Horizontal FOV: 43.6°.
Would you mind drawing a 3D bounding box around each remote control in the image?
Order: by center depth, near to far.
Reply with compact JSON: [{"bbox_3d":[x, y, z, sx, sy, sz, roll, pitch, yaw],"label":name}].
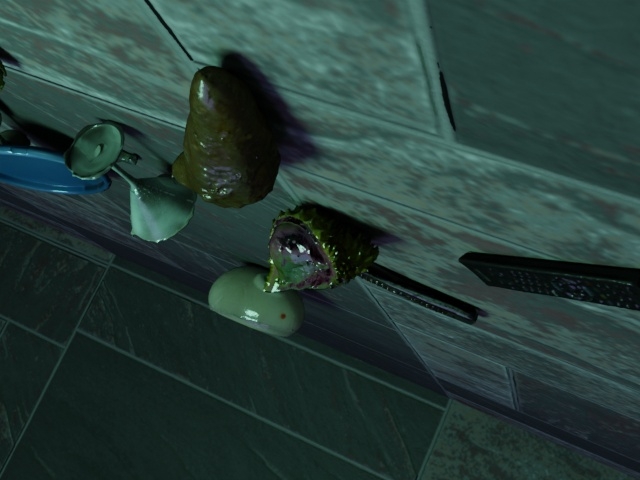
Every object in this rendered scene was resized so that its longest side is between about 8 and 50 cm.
[{"bbox_3d":[0.241,0.039,0.827,0.063,0.025,0.245,32,167,-30],"label":"remote control"},{"bbox_3d":[0.139,0.077,1.221,0.212,0.028,0.059,24,173,6],"label":"remote control"}]

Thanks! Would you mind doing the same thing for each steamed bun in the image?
[{"bbox_3d":[-0.136,0.129,1.789,0.228,0.130,0.177,16,176,33],"label":"steamed bun"}]

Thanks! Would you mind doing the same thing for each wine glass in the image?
[{"bbox_3d":[-0.271,-0.083,1.142,0.122,0.122,0.183,18,166,30],"label":"wine glass"},{"bbox_3d":[-0.557,-0.200,1.335,0.074,0.074,0.262,25,167,2],"label":"wine glass"}]

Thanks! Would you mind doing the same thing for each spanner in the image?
[{"bbox_3d":[-0.354,-0.135,1.327,0.054,0.015,0.254,28,169,-25],"label":"spanner"}]

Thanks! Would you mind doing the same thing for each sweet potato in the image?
[{"bbox_3d":[-0.097,-0.082,0.816,0.114,0.092,0.341,43,167,-4],"label":"sweet potato"}]

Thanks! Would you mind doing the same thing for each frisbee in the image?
[{"bbox_3d":[-0.488,-0.131,1.401,0.242,0.045,0.242,5,166,1],"label":"frisbee"}]

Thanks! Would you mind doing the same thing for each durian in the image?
[{"bbox_3d":[-0.002,-0.003,1.049,0.187,0.119,0.108,-12,105,54],"label":"durian"}]

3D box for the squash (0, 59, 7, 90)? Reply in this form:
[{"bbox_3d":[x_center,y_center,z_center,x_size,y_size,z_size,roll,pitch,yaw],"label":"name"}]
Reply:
[{"bbox_3d":[-0.510,-0.260,0.898,0.094,0.094,0.341,15,168,41],"label":"squash"}]
